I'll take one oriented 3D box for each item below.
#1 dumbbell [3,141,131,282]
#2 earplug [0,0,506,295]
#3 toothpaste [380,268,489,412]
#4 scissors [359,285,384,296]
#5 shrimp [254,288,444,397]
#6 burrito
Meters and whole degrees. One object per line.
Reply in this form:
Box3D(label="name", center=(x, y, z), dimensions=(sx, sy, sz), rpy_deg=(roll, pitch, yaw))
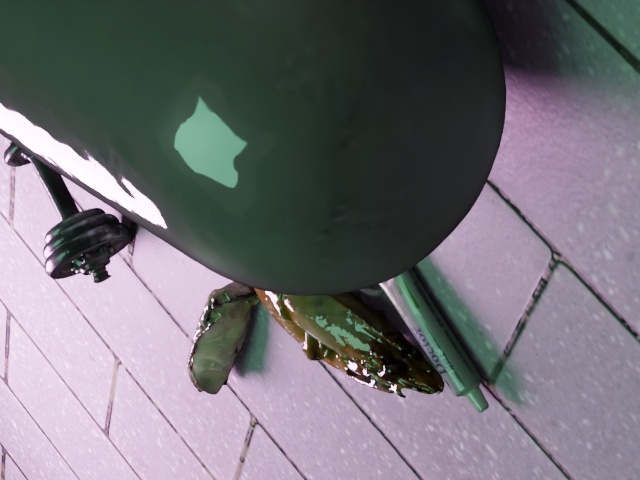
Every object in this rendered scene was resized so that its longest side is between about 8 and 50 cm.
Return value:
Box3D(label="dumbbell", center=(-0.315, -0.063, 2.025), dimensions=(0.254, 0.110, 0.110), rpy_deg=(61, 153, 9))
Box3D(label="earplug", center=(-0.055, -0.134, 1.298), dimensions=(0.394, 0.313, 0.312), rpy_deg=(33, 143, 39))
Box3D(label="toothpaste", center=(0.094, 0.072, 1.551), dimensions=(0.197, 0.029, 0.048), rpy_deg=(57, 139, 7))
Box3D(label="scissors", center=(0.000, 0.000, 1.643), dimensions=(0.176, 0.022, 0.085), rpy_deg=(19, 129, 47))
Box3D(label="shrimp", center=(0.024, 0.095, 1.659), dimensions=(0.267, 0.061, 0.145), rpy_deg=(24, 147, 42))
Box3D(label="burrito", center=(-0.111, 0.107, 1.890), dimensions=(0.058, 0.063, 0.229), rpy_deg=(27, 146, 0))
